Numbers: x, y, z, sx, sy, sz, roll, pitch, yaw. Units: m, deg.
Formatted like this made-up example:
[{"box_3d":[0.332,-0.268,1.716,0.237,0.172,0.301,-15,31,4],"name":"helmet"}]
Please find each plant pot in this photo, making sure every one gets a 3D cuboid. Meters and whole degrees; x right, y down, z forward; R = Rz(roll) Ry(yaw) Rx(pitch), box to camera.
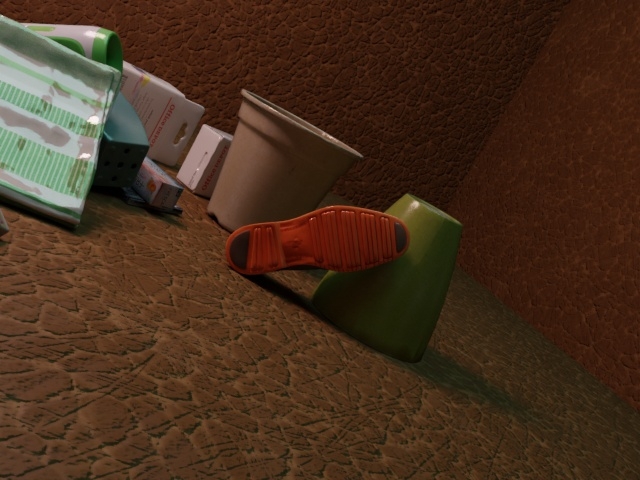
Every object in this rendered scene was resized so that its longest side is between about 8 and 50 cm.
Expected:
[{"box_3d":[0.168,0.059,1.645,0.275,0.293,0.275,28,9,-5],"name":"plant pot"},{"box_3d":[-0.114,-0.153,1.890,0.334,0.305,0.334,29,9,-5],"name":"plant pot"},{"box_3d":[-0.469,-0.215,1.585,0.234,0.165,0.165,44,25,29],"name":"plant pot"}]

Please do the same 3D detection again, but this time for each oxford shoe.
[{"box_3d":[0.000,0.000,1.559,0.364,0.129,0.133,-2,-1,10],"name":"oxford shoe"}]

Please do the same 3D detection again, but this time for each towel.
[{"box_3d":[-0.470,-0.201,1.271,0.248,0.324,0.038,23,-34,-29],"name":"towel"}]

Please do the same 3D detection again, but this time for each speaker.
[{"box_3d":[-0.534,-0.345,1.463,0.297,0.131,0.131,3,9,3],"name":"speaker"}]

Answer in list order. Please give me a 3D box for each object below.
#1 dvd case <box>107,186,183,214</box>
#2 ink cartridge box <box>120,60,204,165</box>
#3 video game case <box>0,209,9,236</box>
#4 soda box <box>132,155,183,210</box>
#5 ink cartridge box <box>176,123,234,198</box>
[{"box_3d":[-0.425,-0.125,1.696,0.221,0.018,0.164,36,13,30],"name":"dvd case"},{"box_3d":[-0.511,-0.356,2.080,0.353,0.207,0.119,22,13,-43],"name":"ink cartridge box"},{"box_3d":[-0.495,-0.119,1.000,0.212,0.023,0.193,60,-1,17],"name":"video game case"},{"box_3d":[-0.373,-0.134,1.664,0.063,0.058,0.183,17,17,-49],"name":"soda box"},{"box_3d":[-0.248,-0.193,2.109,0.100,0.172,0.237,36,12,38],"name":"ink cartridge box"}]
